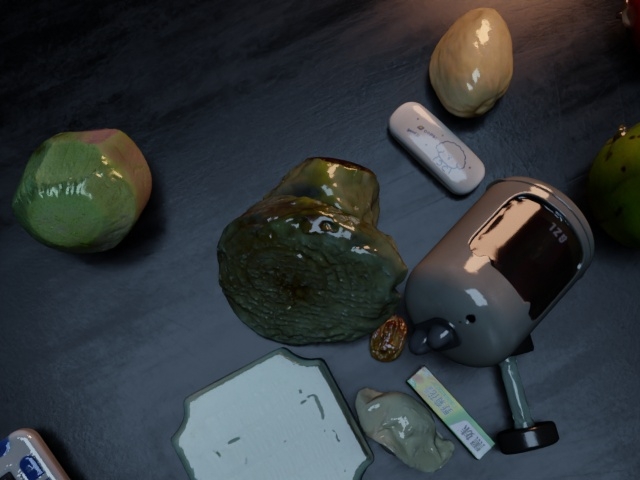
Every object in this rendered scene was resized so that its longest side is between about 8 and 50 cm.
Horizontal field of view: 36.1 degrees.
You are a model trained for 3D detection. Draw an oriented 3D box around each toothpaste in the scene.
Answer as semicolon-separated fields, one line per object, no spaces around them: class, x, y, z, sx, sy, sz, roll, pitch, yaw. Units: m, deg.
toothpaste;0.218;0.288;1.652;0.043;0.037;0.178;-41;82;-7

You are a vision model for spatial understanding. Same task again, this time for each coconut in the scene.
coconut;-0.393;-0.088;1.643;0.204;0.236;0.236;35;82;-17

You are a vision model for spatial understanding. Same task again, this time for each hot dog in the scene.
hot dog;0.117;0.166;1.675;0.058;0.035;0.083;15;81;7

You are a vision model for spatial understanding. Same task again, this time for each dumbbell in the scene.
dumbbell;0.322;0.251;1.625;0.100;0.100;0.191;-14;79;-1

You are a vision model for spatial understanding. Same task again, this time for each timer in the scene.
timer;-0.480;0.451;1.610;0.178;0.078;0.253;-35;88;-4

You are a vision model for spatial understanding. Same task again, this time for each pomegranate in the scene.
pomegranate;0.584;-0.066;1.623;0.302;0.236;0.236;44;83;-13

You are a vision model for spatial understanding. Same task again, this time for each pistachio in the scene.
pistachio;0.263;-0.313;1.711;0.145;0.117;0.200;6;80;7

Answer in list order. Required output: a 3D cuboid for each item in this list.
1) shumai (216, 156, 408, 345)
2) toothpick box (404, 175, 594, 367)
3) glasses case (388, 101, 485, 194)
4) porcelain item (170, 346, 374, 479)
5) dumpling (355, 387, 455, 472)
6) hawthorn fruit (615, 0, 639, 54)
shumai;0.000;0.000;1.653;0.309;0.304;0.263;25;46;-5
toothpick box;0.263;0.068;1.565;0.229;0.229;0.316;43;62;7
glasses case;0.203;-0.162;1.720;0.076;0.049;0.197;-44;82;-6
porcelain item;-0.077;0.336;1.588;0.286;0.157;0.281;-29;83;-5
dumpling;0.126;0.314;1.599;0.100;0.134;0.169;-35;96;28
hawthorn fruit;0.612;-0.381;1.695;0.202;0.185;0.185;10;80;25
